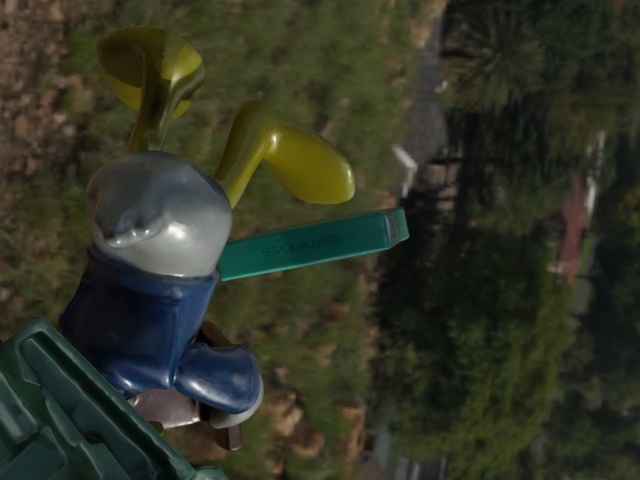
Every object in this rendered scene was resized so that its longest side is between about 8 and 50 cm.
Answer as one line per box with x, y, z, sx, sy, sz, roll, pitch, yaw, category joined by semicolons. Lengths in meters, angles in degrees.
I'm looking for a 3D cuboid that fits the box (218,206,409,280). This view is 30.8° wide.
0.000;0.000;1.151;0.226;0.160;0.042;-18;98;-81;box

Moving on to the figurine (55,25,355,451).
-0.140;0.073;0.771;0.338;0.204;0.284;-57;160;-32;figurine

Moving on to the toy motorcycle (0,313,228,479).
-0.150;0.126;0.454;0.191;0.199;0.326;-46;115;-32;toy motorcycle
